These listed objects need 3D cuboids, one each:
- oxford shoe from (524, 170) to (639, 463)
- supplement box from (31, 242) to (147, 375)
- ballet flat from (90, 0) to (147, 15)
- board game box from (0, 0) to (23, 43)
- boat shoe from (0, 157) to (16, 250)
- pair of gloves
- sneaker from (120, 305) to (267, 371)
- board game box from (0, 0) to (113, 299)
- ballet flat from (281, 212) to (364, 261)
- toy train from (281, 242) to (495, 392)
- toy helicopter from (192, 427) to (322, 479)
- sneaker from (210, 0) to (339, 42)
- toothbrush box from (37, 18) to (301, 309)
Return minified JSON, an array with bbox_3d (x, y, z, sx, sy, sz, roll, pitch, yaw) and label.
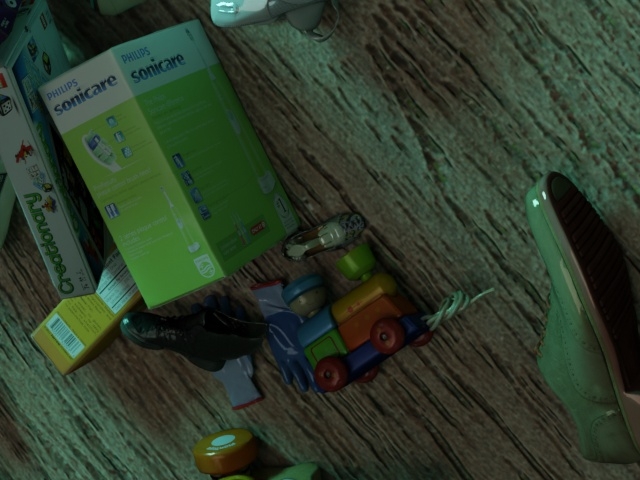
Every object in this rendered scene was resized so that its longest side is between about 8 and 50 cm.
[{"bbox_3d":[0.279,0.097,1.521,0.130,0.123,0.348,-17,99,34],"label":"oxford shoe"},{"bbox_3d":[-0.272,0.074,1.791,0.233,0.078,0.080,-42,84,29],"label":"supplement box"},{"bbox_3d":[-0.243,-0.390,1.626,0.086,0.086,0.248,3,110,24],"label":"ballet flat"},{"bbox_3d":[-0.383,-0.287,1.571,0.208,0.347,0.056,-31,123,32],"label":"board game box"},{"bbox_3d":[-0.452,-0.132,1.783,0.158,0.127,0.340,37,109,28],"label":"boat shoe"},{"bbox_3d":[-0.074,0.131,1.751,0.198,0.023,0.159,-19,101,30],"label":"pair of gloves"},{"bbox_3d":[-0.159,0.109,1.727,0.170,0.051,0.089,24,132,-6],"label":"sneaker"},{"bbox_3d":[-0.316,-0.109,1.634,0.053,0.193,0.305,-10,121,10],"label":"board game box"},{"bbox_3d":[0.000,0.000,1.661,0.114,0.041,0.041,-21,98,29],"label":"ballet flat"},{"bbox_3d":[0.073,0.063,1.624,0.248,0.105,0.143,-37,76,24],"label":"toy train"},{"bbox_3d":[-0.035,0.334,1.680,0.355,0.235,0.140,-6,104,26],"label":"toy helicopter"},{"bbox_3d":[-0.115,-0.359,1.533,0.366,0.137,0.210,21,112,13],"label":"sneaker"},{"bbox_3d":[-0.169,-0.093,1.611,0.122,0.206,0.283,-22,98,29],"label":"toothbrush box"}]
